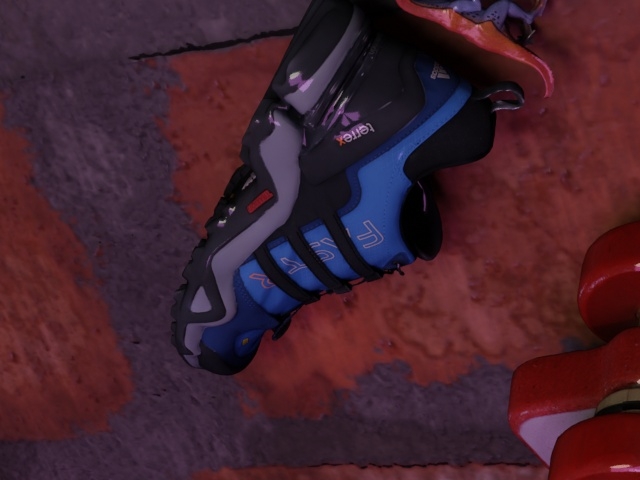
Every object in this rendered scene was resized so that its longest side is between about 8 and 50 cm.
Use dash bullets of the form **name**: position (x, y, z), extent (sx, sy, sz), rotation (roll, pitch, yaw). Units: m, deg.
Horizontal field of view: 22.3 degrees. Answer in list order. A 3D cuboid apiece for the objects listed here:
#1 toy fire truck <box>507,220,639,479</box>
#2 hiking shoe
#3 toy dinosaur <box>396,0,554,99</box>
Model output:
- **toy fire truck**: position (0.272, 0.113, 0.902), extent (0.302, 0.169, 0.254), rotation (-15, 134, 34)
- **hiking shoe**: position (0.000, 0.000, 0.965), extent (0.132, 0.113, 0.304), rotation (26, 139, -2)
- **toy dinosaur**: position (0.081, -0.122, 0.872), extent (0.082, 0.090, 0.047), rotation (-5, 147, -24)
